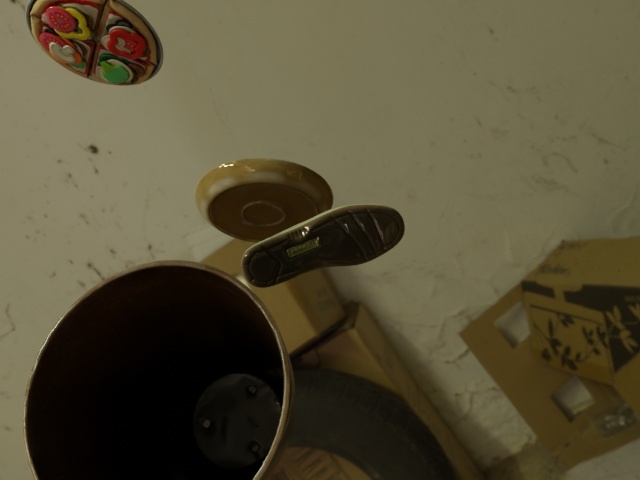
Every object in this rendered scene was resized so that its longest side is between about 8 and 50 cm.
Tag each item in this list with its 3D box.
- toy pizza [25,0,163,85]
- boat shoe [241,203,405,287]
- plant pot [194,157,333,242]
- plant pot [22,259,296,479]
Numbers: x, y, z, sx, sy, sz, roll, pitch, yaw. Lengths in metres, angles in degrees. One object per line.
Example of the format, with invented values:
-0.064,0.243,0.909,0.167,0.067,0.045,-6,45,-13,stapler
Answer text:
-0.340,-0.297,0.895,0.201,0.201,0.032,-32,45,51,toy pizza
0.000,0.000,0.683,0.190,0.068,0.072,-14,6,-6,boat shoe
-0.095,-0.055,1.004,0.236,0.236,0.032,-33,47,41,plant pot
-0.109,0.157,0.558,0.215,0.215,0.230,-37,-24,-5,plant pot
